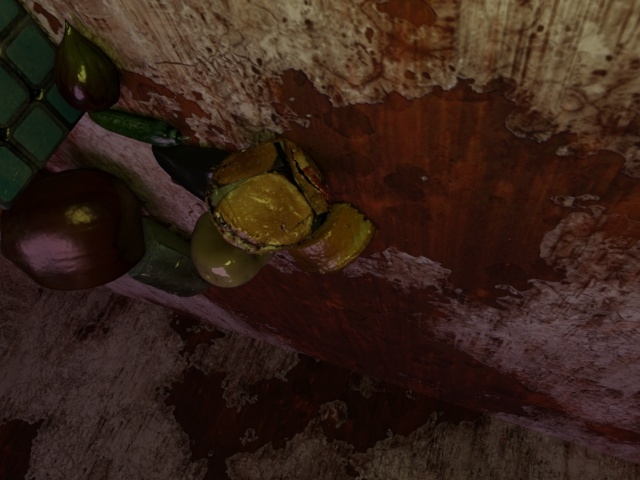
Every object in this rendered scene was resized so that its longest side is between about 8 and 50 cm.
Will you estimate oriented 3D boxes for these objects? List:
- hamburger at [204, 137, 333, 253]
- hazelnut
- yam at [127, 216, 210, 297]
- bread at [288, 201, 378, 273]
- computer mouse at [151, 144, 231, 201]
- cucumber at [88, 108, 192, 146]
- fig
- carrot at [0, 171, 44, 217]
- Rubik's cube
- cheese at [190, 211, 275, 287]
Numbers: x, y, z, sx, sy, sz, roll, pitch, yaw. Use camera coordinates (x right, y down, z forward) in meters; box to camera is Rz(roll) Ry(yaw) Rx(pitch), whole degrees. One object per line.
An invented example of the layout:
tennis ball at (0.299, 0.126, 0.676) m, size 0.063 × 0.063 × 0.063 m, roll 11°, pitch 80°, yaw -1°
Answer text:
hamburger at (-0.095, -0.075, 0.835) m, size 0.231 × 0.231 × 0.107 m, roll 24°, pitch 157°, yaw -5°
hazelnut at (-0.677, -0.032, 1.278) m, size 0.366 × 0.366 × 0.366 m, roll 18°, pitch 156°, yaw 8°
yam at (-0.518, 0.080, 1.563) m, size 0.271 × 0.201 × 0.202 m, roll 25°, pitch -161°, yaw -43°
bread at (0.000, 0.000, 1.036) m, size 0.229 × 0.139 × 0.143 m, roll -7°, pitch 135°, yaw 46°
computer mouse at (-0.258, -0.131, 1.021) m, size 0.295 × 0.087 × 0.168 m, roll 14°, pitch 158°, yaw 23°
cucumber at (-0.376, -0.232, 0.949) m, size 0.250 × 0.056 × 0.056 m, roll 18°, pitch 156°, yaw 15°
fig at (-0.412, -0.302, 0.790) m, size 0.109 × 0.103 × 0.154 m, roll -127°, pitch 27°, yaw -55°
carrot at (-0.983, -0.163, 1.430) m, size 0.193 × 0.214 × 0.331 m, roll 10°, pitch 157°, yaw 29°
Rubik's cube at (-0.670, -0.274, 0.803) m, size 0.304 × 0.305 × 0.301 m, roll 11°, pitch 155°, yaw 19°
cheese at (-0.220, 0.006, 1.150) m, size 0.218 × 0.235 × 0.117 m, roll -20°, pitch 141°, yaw -5°
